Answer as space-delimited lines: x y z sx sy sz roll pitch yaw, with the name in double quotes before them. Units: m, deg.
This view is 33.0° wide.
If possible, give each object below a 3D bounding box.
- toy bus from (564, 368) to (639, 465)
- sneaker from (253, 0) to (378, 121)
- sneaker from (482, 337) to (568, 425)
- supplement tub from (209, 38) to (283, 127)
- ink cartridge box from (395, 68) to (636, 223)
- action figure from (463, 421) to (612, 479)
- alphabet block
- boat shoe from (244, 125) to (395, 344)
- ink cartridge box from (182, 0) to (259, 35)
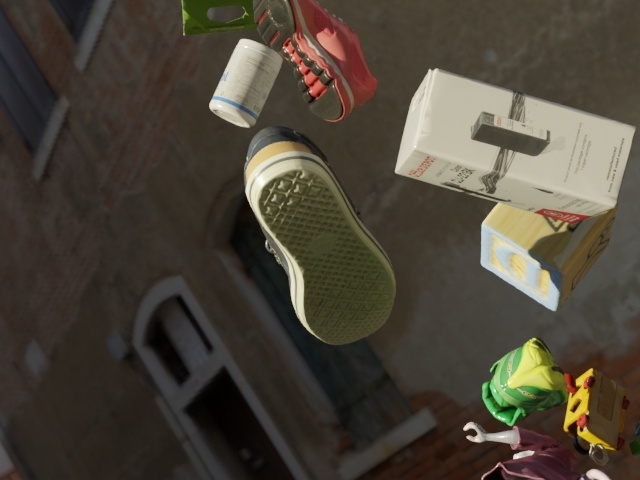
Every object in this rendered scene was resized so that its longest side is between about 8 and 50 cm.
"toy bus" 0.530 0.356 2.113 0.202 0.191 0.104 -5 -30 -36
"sneaker" -0.008 -0.365 1.936 0.136 0.314 0.116 -27 -3 -35
"sneaker" 0.303 0.214 1.637 0.123 0.109 0.295 -31 -19 6
"supplement tub" -0.104 -0.218 1.508 0.071 0.071 0.107 62 -129 -79
"ink cartridge box" 0.249 -0.121 1.444 0.197 0.272 0.114 119 168 -84
"action figure" 0.417 0.425 1.976 0.275 0.248 0.370 -25 0 18
"alphabet block" 0.453 -0.013 2.157 0.197 0.193 0.192 -48 -22 -17
"boat shoe" 0.000 0.000 1.831 0.186 0.156 0.500 -24 -44 3
"ink cartridge box" -0.171 -0.522 2.080 0.188 0.255 0.097 -9 23 -20
